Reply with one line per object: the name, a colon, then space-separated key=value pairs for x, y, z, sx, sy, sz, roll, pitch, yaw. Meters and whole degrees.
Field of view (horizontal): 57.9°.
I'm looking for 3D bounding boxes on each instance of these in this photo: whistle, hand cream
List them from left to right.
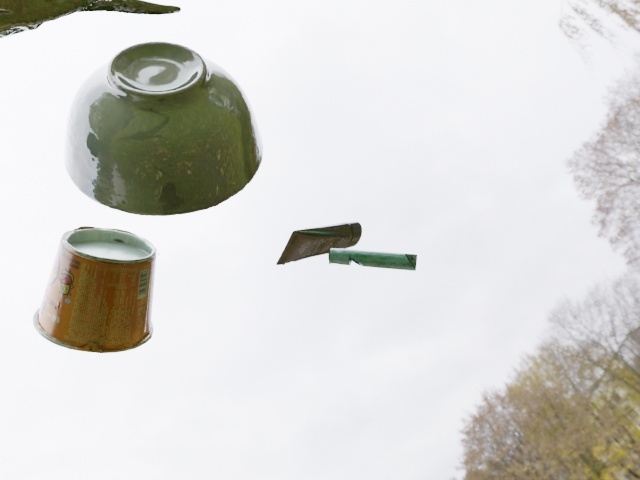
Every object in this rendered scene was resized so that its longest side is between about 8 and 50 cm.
hand cream: x=0.000 y=0.000 z=1.543 sx=0.270 sy=0.061 sz=0.120 roll=-10 pitch=-39 yaw=-44
whistle: x=0.110 y=0.040 z=1.229 sx=0.186 sy=0.039 sz=0.039 roll=4 pitch=-38 yaw=13

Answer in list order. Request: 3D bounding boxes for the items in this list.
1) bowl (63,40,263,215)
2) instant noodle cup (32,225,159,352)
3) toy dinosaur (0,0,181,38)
bowl: x=-0.221 y=-0.183 z=0.814 sx=0.289 sy=0.289 sz=0.146 roll=-18 pitch=-37 yaw=-24
instant noodle cup: x=-0.400 y=0.081 z=1.064 sx=0.216 sy=0.216 sz=0.172 roll=2 pitch=-68 yaw=-40
toy dinosaur: x=-0.345 y=-0.194 z=0.475 sx=0.301 sy=0.087 sz=0.447 roll=-13 pitch=-3 yaw=28
